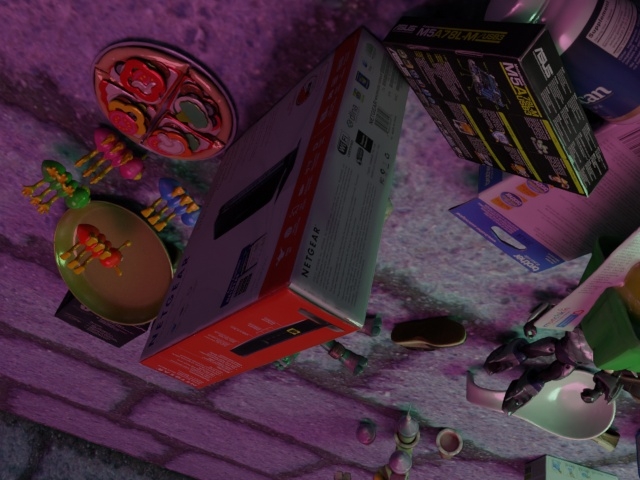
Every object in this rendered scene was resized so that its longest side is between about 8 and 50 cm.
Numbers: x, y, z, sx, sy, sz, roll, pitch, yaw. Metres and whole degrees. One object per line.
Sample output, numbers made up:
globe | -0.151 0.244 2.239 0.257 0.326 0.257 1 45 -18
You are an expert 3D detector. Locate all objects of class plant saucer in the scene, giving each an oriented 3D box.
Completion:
plant saucer | -0.359 0.037 1.060 0.241 0.037 0.241 7 116 16

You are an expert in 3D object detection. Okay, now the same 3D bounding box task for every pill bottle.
pill bottle | 0.240 -0.185 0.551 0.169 0.094 0.094 26 144 -14

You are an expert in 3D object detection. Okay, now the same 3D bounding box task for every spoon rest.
spoon rest | 0.416 0.307 1.154 0.276 0.137 0.084 1 -174 24

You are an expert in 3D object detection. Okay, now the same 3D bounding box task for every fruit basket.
fruit basket | 0.458 0.016 0.651 0.327 0.165 0.353 6 136 -11

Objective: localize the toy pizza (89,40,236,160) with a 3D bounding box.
toy pizza | -0.210 -0.172 0.792 0.201 0.032 0.201 10 145 7

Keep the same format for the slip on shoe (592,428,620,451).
slip on shoe | 0.587 0.406 1.287 0.135 0.051 0.041 32 103 -10

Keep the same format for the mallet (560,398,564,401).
mallet | 0.491 0.352 1.255 0.062 0.039 0.190 9 149 10

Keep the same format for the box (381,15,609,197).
box | 0.172 -0.136 0.599 0.190 0.045 0.184 44 170 -37

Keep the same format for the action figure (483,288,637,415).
action figure | 0.389 0.189 0.974 0.185 0.099 0.285 56 145 13

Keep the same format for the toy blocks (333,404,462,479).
toy blocks | 0.176 0.571 1.457 0.309 0.289 0.260 9 151 13

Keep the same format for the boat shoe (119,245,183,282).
boat shoe | -0.321 0.056 1.127 0.190 0.068 0.072 -4 156 28

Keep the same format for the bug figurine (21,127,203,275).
bug figurine | -0.311 -0.059 0.917 0.279 0.072 0.216 -22 117 26

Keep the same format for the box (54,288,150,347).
box | -0.444 0.137 1.254 0.156 0.093 0.158 34 142 -24

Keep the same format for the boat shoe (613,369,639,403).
boat shoe | 0.580 0.166 0.877 0.130 0.132 0.355 27 142 -16

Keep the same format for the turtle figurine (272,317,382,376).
turtle figurine | -0.013 0.155 1.106 0.234 0.118 0.175 23 104 -13

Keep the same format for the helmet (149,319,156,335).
helmet | -0.260 0.200 1.212 0.169 0.161 0.169 10 145 7

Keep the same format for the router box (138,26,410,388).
router box | -0.050 -0.026 0.668 0.082 0.335 0.301 32 141 -25

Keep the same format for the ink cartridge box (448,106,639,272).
ink cartridge box | 0.327 -0.071 0.704 0.185 0.065 0.311 30 140 -24

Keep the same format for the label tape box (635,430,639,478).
label tape box | 0.825 0.411 1.146 0.333 0.106 0.241 8 145 10

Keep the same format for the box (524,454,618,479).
box | 0.640 0.638 1.529 0.203 0.103 0.114 18 145 -4

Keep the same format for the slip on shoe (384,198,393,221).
slip on shoe | 0.000 0.000 0.903 0.101 0.123 0.331 49 149 8

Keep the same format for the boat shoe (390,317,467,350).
boat shoe | 0.204 0.176 1.105 0.152 0.056 0.049 -5 146 41
